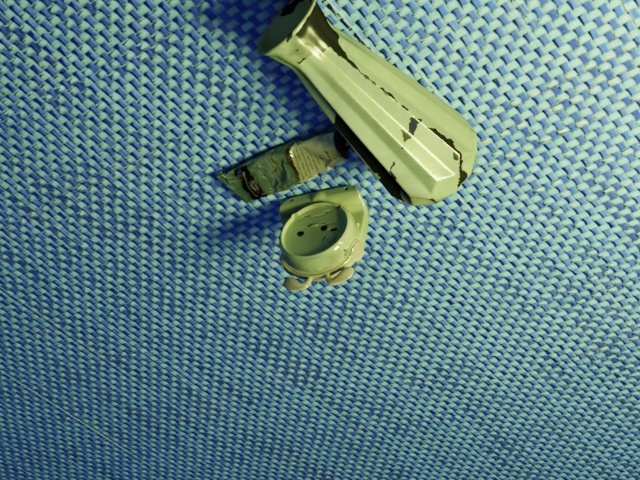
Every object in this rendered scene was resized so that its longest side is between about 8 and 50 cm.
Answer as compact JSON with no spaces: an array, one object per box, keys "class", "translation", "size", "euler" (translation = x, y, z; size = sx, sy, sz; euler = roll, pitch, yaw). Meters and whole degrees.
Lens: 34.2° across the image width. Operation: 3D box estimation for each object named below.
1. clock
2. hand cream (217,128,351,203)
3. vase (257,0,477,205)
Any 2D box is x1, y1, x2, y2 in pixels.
[{"class":"clock","translation":[0.000,0.000,1.724],"size":[0.152,0.191,0.062],"euler":[-11,136,17]},{"class":"hand cream","translation":[-0.050,-0.124,1.711],"size":[0.248,0.052,0.075],"euler":[-19,110,33]},{"class":"vase","translation":[0.073,-0.202,1.530],"size":[0.165,0.165,0.360],"euler":[-31,123,34]}]
